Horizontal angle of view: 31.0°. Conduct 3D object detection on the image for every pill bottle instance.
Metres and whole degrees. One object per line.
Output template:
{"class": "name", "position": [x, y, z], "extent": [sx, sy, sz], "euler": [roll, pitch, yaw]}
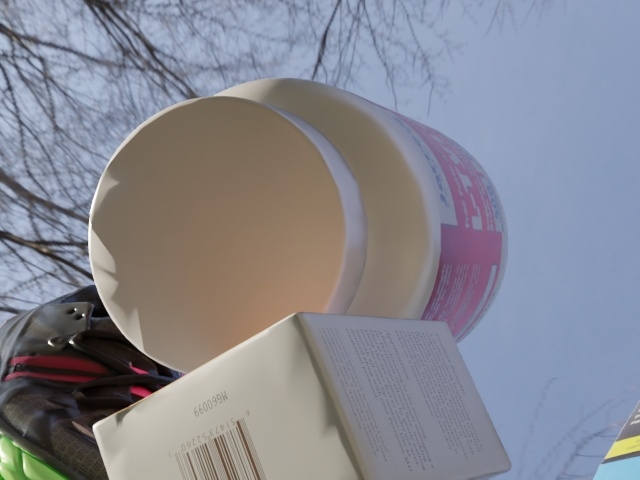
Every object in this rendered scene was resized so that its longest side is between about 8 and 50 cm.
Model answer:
{"class": "pill bottle", "position": [0.000, 0.000, 0.888], "extent": [0.228, 0.407, 0.229], "euler": [0, -91, 19]}

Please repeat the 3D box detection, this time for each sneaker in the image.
{"class": "sneaker", "position": [-0.209, 0.149, 1.065], "extent": [0.202, 0.483, 0.185], "euler": [-39, -60, -8]}

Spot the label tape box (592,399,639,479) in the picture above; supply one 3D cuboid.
{"class": "label tape box", "position": [0.435, 0.171, 1.133], "extent": [0.115, 0.249, 0.348], "euler": [49, -127, -9]}

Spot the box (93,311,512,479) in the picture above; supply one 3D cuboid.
{"class": "box", "position": [-0.003, 0.105, 0.582], "extent": [0.130, 0.170, 0.091], "euler": [-30, -108, 22]}
